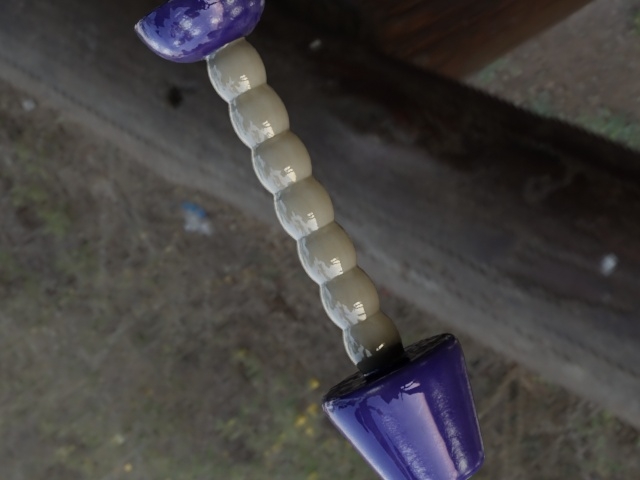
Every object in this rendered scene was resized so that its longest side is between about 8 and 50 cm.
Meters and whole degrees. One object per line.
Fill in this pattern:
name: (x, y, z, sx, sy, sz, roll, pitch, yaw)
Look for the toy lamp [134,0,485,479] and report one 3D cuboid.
toy lamp: (0.000, 0.000, 0.759, 0.080, 0.080, 0.275, -25, 95, 56)
